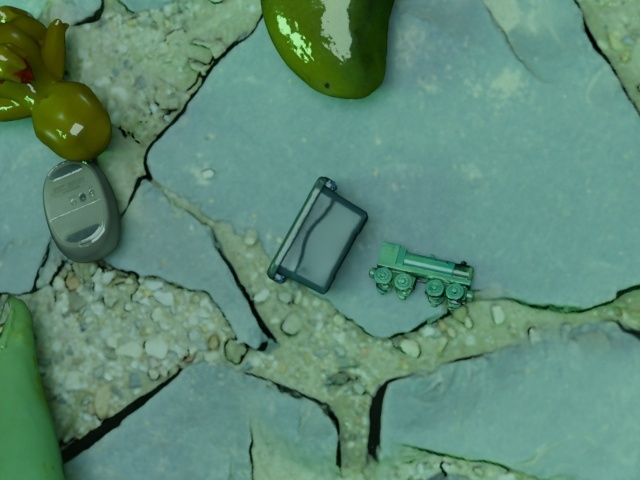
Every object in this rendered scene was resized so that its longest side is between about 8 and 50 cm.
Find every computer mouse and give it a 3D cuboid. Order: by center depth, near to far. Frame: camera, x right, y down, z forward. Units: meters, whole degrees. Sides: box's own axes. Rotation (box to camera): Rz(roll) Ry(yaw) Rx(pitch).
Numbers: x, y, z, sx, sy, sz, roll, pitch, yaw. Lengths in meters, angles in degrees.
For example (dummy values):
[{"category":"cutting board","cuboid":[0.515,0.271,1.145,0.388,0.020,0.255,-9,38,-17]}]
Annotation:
[{"category":"computer mouse","cuboid":[-0.213,-0.025,1.342,0.066,0.039,0.096,-21,71,8]}]

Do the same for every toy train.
[{"category":"toy train","cuboid":[0.088,0.031,1.276,0.092,0.029,0.045,12,70,10]}]

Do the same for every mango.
[{"category":"mango","cuboid":[0.006,-0.220,1.294,0.122,0.085,0.191,8,84,10]}]

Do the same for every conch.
[{"category":"conch","cuboid":[-0.300,0.190,1.295,0.137,0.143,0.250,-6,62,-30]}]

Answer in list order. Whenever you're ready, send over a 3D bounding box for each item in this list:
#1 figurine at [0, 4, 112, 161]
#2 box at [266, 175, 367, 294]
[{"category":"figurine","cuboid":[-0.256,-0.139,1.323,0.176,0.122,0.121,42,90,15]},{"category":"box","cuboid":[0.000,0.000,1.279,0.054,0.074,0.099,29,90,0]}]
